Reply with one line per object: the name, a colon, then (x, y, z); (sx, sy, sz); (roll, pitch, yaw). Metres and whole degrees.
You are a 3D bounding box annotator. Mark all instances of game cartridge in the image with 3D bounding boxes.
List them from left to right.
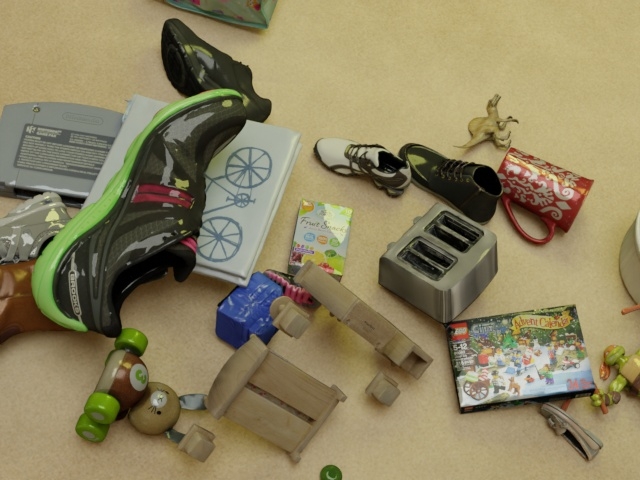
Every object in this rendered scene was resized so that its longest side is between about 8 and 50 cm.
game cartridge: (-0.447, -0.157, 1.914); (0.297, 0.062, 0.198); (9, 58, -4)

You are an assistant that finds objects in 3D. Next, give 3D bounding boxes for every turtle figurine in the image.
turtle figurine: (0.569, 0.255, 1.833); (0.269, 0.087, 0.217); (-44, 61, -12)

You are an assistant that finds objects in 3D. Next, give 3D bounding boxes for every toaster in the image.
toaster: (0.215, 0.044, 1.851); (0.185, 0.110, 0.168); (33, 62, 30)

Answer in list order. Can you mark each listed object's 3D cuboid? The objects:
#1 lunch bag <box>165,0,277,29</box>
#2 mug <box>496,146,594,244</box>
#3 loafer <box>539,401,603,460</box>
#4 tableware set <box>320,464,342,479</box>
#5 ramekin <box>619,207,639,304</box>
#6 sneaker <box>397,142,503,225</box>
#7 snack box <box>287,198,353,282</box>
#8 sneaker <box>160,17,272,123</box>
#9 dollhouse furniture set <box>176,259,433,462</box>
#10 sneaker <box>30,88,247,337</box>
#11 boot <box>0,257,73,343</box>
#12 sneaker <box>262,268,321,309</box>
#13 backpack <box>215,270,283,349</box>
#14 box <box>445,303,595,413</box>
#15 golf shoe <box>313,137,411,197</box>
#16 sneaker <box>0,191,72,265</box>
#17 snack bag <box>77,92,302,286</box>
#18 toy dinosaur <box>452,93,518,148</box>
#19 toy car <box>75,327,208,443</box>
lunch bag: (-0.203, -0.571, 2.107); (0.262, 0.160, 0.223); (14, 64, 11)
mug: (0.410, -0.088, 1.976); (0.169, 0.113, 0.150); (28, 61, 10)
loafer: (0.428, 0.329, 1.800); (0.125, 0.045, 0.039); (37, 70, 8)
tableware set: (0.038, 0.443, 1.695); (0.104, 0.024, 0.154); (-37, 73, -27)
ramekin: (0.695, 0.033, 1.940); (0.277, 0.135, 0.277); (3, 62, -6)
sneaker: (0.249, -0.133, 1.967); (0.222, 0.118, 0.083); (37, 64, 11)
snack box: (0.000, 0.000, 1.907); (0.100, 0.037, 0.141); (12, 61, -3)
sneaker: (-0.205, -0.318, 2.017); (0.130, 0.109, 0.286); (-29, 77, -31)
dollhouse furniture set: (-0.043, 0.236, 1.750); (0.355, 0.303, 0.174); (-52, 35, 1)
sneaker: (-0.261, -0.042, 1.718); (0.202, 0.185, 0.483); (33, 76, 10)
boot: (-0.502, 0.155, 1.729); (0.280, 0.096, 0.264); (-6, 83, -32)
sneaker: (-0.046, 0.079, 1.863); (0.119, 0.047, 0.057); (26, 40, 4)
backpack: (-0.113, 0.123, 1.795); (0.101, 0.098, 0.120); (33, 54, 10)
box: (0.345, 0.206, 1.820); (0.233, 0.044, 0.159); (-9, 64, 2)
golf shoe: (0.084, -0.160, 1.972); (0.198, 0.094, 0.077); (22, 63, 5)
sneaker: (-0.537, 0.025, 1.775); (0.281, 0.105, 0.115); (-36, 74, -23)
snack bag: (-0.238, -0.096, 1.852); (0.342, 0.037, 0.323); (14, 62, 9)
toy dinosaur: (0.333, -0.214, 2.071); (0.092, 0.053, 0.183); (22, 53, 21)
toy car: (-0.273, 0.261, 1.684); (0.188, 0.149, 0.155); (25, 51, -8)
